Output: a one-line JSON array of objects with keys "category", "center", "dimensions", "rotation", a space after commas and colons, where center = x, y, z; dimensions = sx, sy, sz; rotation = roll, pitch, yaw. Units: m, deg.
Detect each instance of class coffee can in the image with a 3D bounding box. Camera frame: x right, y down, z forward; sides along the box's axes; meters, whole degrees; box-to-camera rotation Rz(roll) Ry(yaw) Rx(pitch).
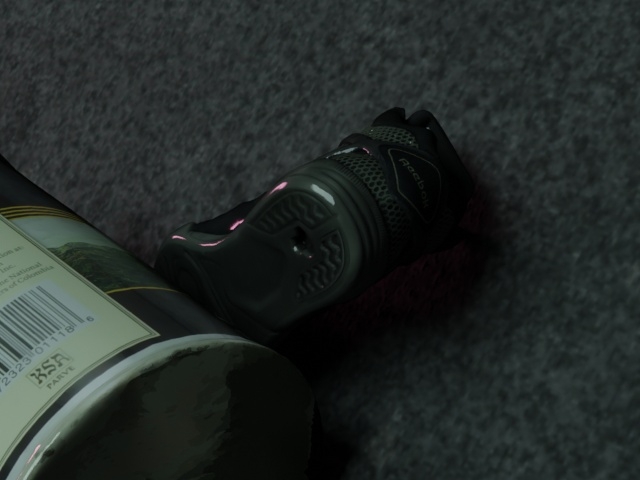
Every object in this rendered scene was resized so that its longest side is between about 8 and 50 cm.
[{"category": "coffee can", "center": [-0.162, 0.082, 0.945], "dimensions": [0.275, 0.201, 0.201], "rotation": [33, 88, 40]}]

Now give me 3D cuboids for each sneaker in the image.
[{"category": "sneaker", "center": [0.000, 0.000, 0.963], "dimensions": [0.227, 0.130, 0.087], "rotation": [-33, 83, 56]}]
